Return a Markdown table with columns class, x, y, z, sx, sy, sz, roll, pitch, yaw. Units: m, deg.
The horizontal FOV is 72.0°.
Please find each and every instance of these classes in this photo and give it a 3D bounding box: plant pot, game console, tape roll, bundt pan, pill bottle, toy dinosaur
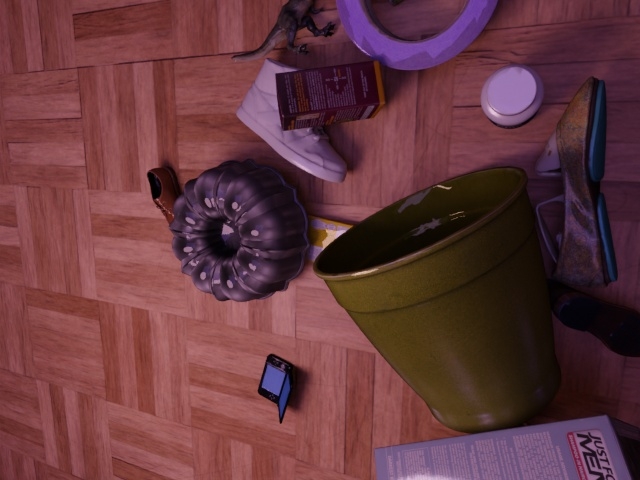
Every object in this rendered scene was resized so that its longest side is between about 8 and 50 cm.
| class | x | y | z | sx | sy | sz | roll | pitch | yaw |
| --- | --- | --- | --- | --- | --- | --- | --- | --- | --- |
| plant pot | 0.227 | 0.115 | 0.759 | 0.367 | 0.366 | 0.353 | -22 | 102 | 25 |
| game console | -0.112 | 0.362 | 1.080 | 0.107 | 0.071 | 0.122 | 23 | 108 | 18 |
| tape roll | 0.167 | -0.442 | 0.758 | 0.275 | 0.090 | 0.274 | 8 | 118 | 15 |
| bundt pan | -0.195 | -0.013 | 0.959 | 0.331 | 0.124 | 0.330 | 4 | 101 | 24 |
| pill bottle | 0.315 | -0.235 | 0.726 | 0.094 | 0.169 | 0.094 | 5 | 102 | 23 |
| toy dinosaur | -0.049 | -0.433 | 0.889 | 0.118 | 0.064 | 0.268 | 41 | 92 | 14 |

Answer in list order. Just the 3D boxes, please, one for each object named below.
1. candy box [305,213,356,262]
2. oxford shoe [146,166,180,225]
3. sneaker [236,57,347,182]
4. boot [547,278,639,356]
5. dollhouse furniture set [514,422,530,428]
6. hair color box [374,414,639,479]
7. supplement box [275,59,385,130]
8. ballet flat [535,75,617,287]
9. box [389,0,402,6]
| class | x | y | z | sx | sy | sz | roll | pitch | yaw |
| --- | --- | --- | --- | --- | --- | --- | --- | --- | --- |
| candy box | 0.000 | 0.000 | 0.987 | 0.206 | 0.027 | 0.105 | 14 | 108 | 21 |
| oxford shoe | -0.384 | -0.083 | 1.114 | 0.076 | 0.076 | 0.212 | -24 | 92 | 24 |
| sneaker | -0.035 | -0.260 | 0.909 | 0.292 | 0.108 | 0.169 | 39 | 116 | 14 |
| boot | 0.489 | 0.129 | 0.780 | 0.219 | 0.106 | 0.082 | 26 | 107 | -13 |
| dollhouse furniture set | 0.377 | 0.408 | 0.812 | 0.129 | 0.184 | 0.129 | 42 | 113 | 11 |
| hair color box | 0.292 | 0.369 | 0.692 | 0.374 | 0.185 | 0.113 | -27 | 51 | 34 |
| supplement box | 0.014 | -0.267 | 0.820 | 0.188 | 0.104 | 0.080 | -9 | 91 | -5 |
| ballet flat | 0.424 | -0.089 | 0.744 | 0.123 | 0.123 | 0.348 | -5 | 98 | 24 |
| box | 0.147 | -0.562 | 0.811 | 0.114 | 0.036 | 0.207 | -19 | 92 | 25 |
